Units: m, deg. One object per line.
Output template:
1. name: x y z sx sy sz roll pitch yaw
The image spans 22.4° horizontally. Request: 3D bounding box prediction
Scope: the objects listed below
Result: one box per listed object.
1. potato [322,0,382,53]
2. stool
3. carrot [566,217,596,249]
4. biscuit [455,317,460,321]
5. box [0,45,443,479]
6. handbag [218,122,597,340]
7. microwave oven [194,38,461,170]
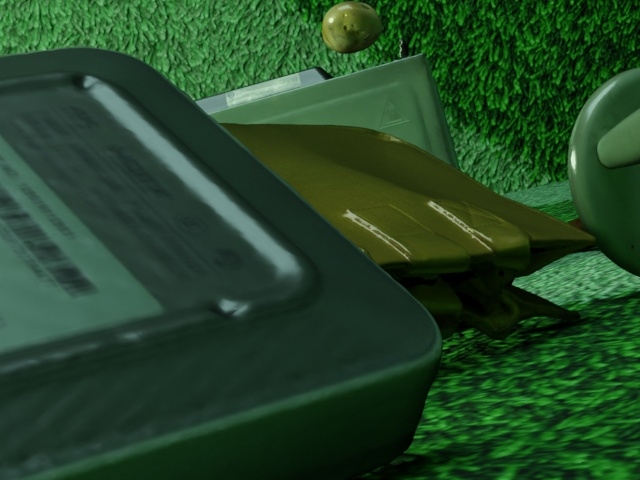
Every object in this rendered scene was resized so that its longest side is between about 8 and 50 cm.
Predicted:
1. potato: 0.032 -0.243 1.847 0.068 0.062 0.083 17 5 -16
2. stool: 0.343 -0.067 1.372 0.195 0.195 0.199 -35 11 -26
3. carrot: 0.325 -0.009 1.934 0.057 0.057 0.224 -15 -2 -37
4. biscuit: 0.003 0.084 1.462 0.299 0.045 0.154 -15 5 -27
5. box: -0.183 0.024 0.922 0.397 0.111 0.396 -15 41 -36
6. handbag: 0.000 0.000 1.292 0.401 0.133 0.283 0 17 -43
7. microwave oven: -0.011 -0.054 1.920 0.355 0.286 0.218 -16 1 4
